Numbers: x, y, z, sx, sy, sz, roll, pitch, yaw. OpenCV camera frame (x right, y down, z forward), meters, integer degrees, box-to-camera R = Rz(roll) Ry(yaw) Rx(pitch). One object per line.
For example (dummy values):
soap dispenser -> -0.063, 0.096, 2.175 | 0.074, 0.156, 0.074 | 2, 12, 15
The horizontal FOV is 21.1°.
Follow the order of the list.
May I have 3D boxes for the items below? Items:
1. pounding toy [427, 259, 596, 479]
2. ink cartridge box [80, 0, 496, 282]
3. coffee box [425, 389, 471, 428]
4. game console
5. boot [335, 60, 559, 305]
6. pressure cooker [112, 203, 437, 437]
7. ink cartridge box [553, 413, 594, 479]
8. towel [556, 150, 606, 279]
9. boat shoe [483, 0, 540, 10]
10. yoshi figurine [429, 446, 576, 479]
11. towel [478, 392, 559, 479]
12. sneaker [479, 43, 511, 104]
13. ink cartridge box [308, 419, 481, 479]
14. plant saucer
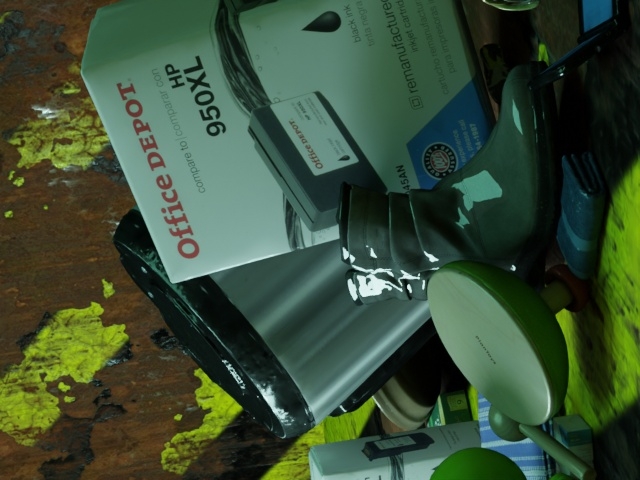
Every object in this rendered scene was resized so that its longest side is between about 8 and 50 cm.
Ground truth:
pounding toy -> 0.215, 0.100, 1.710 | 0.183, 0.110, 0.237 | 19, 138, 59
ink cartridge box -> -0.024, -0.151, 1.862 | 0.166, 0.395, 0.285 | -89, -19, -60
coffee box -> 0.185, 0.290, 2.429 | 0.184, 0.040, 0.113 | 100, 161, -69
game console -> 0.218, -0.192, 1.494 | 0.071, 0.107, 0.122 | 54, 174, -2
boot -> 0.122, -0.039, 1.726 | 0.118, 0.223, 0.338 | -80, -7, -46
pressure cooker -> -0.003, -0.004, 2.181 | 0.370, 0.420, 0.375 | 43, 166, 24
ink cartridge box -> 0.261, 0.226, 1.766 | 0.048, 0.028, 0.083 | -127, 30, -74
towel -> 0.244, -0.022, 1.622 | 0.119, 0.029, 0.067 | 90, 169, -46
boat shoe -> 0.175, -0.264, 1.564 | 0.324, 0.116, 0.096 | 150, 120, -77
yoshi figurine -> 0.191, 0.329, 1.704 | 0.362, 0.203, 0.203 | -126, 47, -65
towel -> 0.241, 0.321, 1.929 | 0.243, 0.040, 0.336 | 141, 123, -75
sneaker -> 0.196, -0.177, 1.879 | 0.035, 0.031, 0.083 | 69, -169, -53
ink cartridge box -> 0.115, 0.344, 2.242 | 0.100, 0.237, 0.172 | -119, 22, -72
plant saucer -> 0.105, 0.132, 2.449 | 0.278, 0.041, 0.278 | 48, -149, -43
